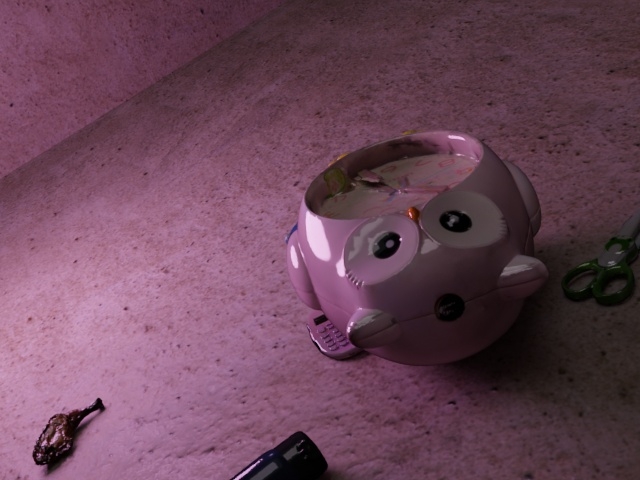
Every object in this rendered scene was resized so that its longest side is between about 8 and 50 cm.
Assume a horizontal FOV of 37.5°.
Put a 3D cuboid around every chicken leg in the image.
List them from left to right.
[{"bbox_3d":[-0.408,0.303,1.516,0.062,0.037,0.145,13,43,18],"label":"chicken leg"}]

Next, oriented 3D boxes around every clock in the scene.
[{"bbox_3d":[0.141,0.028,1.308,0.368,0.250,0.376,-19,25,2],"label":"clock"}]

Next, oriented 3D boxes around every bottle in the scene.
[{"bbox_3d":[-0.099,0.334,1.184,0.244,0.082,0.072,-36,75,-16],"label":"bottle"}]

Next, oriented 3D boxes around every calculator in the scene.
[{"bbox_3d":[0.031,0.128,1.469,0.103,0.024,0.166,-26,31,1],"label":"calculator"}]

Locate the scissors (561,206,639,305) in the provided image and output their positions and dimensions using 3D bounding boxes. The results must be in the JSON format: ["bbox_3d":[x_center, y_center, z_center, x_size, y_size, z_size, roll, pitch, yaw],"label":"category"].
[{"bbox_3d":[0.426,0.016,1.338,0.101,0.027,0.204,10,46,45],"label":"scissors"}]

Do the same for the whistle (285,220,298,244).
[{"bbox_3d":[0.000,0.000,1.666,0.158,0.090,0.090,3,6,-41],"label":"whistle"}]
